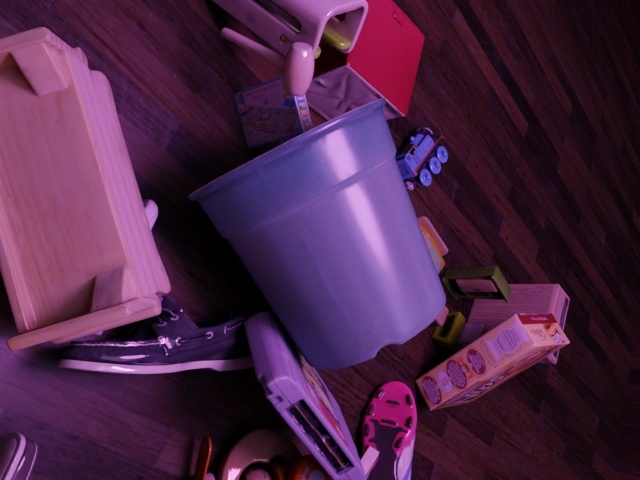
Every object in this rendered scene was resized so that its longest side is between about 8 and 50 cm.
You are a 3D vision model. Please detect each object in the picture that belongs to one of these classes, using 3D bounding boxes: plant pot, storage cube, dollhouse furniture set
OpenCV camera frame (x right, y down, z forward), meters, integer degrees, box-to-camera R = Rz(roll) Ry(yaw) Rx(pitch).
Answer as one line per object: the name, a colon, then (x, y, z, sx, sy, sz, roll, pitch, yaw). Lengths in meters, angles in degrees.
plant pot: (0.017, 0.001, 0.926, 0.341, 0.341, 0.334, -32, 100, -41)
storage cube: (0.071, -0.358, 1.158, 0.215, 0.184, 0.193, 30, 67, -40)
dollhouse furniture set: (0.306, 0.100, 1.384, 0.301, 0.151, 0.197, 51, 55, -30)

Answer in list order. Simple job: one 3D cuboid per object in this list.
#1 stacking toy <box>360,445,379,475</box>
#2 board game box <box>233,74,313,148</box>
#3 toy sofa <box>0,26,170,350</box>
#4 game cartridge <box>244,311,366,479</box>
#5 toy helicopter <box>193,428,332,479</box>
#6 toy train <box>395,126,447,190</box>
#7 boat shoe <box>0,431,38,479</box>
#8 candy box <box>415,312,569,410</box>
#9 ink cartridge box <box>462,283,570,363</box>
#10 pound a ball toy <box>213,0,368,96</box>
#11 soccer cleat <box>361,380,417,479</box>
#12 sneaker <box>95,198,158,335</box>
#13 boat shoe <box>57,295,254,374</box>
stacking toy: (0.053, 0.553, 1.020, 0.279, 0.130, 0.308, -39, 151, -46)
board game box: (-0.085, -0.225, 1.013, 0.026, 0.154, 0.103, -24, 105, -43)
toy sofa: (-0.327, -0.057, 0.730, 0.177, 0.150, 0.362, -17, 90, -89)
game cartridge: (-0.025, 0.257, 0.945, 0.060, 0.196, 0.294, -32, 121, -3)
toy helicopter: (-0.138, 0.473, 0.920, 0.235, 0.140, 0.355, 34, 53, -17)
toy train: (0.238, -0.200, 1.391, 0.105, 0.080, 0.184, 54, 53, -21)
boat shoe: (-0.407, 0.353, 0.709, 0.069, 0.081, 0.227, 36, 70, -39)
candy box: (0.400, 0.287, 1.358, 0.183, 0.316, 0.087, 8, 48, -44)
ink cartridge box: (0.514, 0.215, 1.526, 0.088, 0.235, 0.193, 41, 60, -34)
pound a ball toy: (-0.071, -0.394, 0.935, 0.319, 0.135, 0.208, 41, 47, 17)
soccer cleat: (0.141, 0.476, 1.242, 0.143, 0.116, 0.331, 79, 18, -60)
sneaker: (-0.296, 0.039, 0.848, 0.094, 0.080, 0.212, 47, 67, -38)
boat shoe: (-0.223, 0.141, 0.871, 0.340, 0.127, 0.113, 10, 79, -46)
